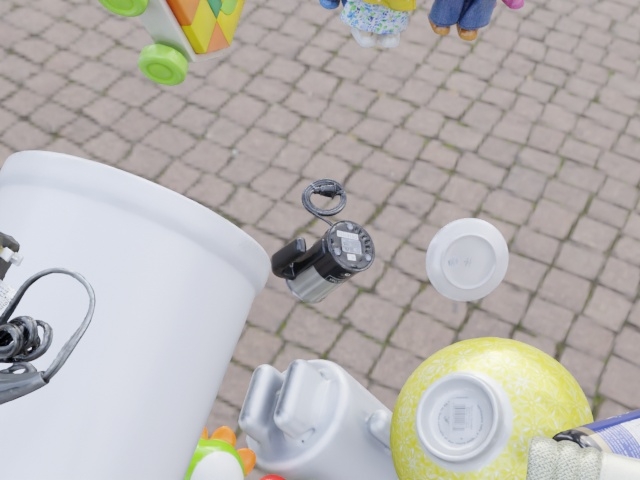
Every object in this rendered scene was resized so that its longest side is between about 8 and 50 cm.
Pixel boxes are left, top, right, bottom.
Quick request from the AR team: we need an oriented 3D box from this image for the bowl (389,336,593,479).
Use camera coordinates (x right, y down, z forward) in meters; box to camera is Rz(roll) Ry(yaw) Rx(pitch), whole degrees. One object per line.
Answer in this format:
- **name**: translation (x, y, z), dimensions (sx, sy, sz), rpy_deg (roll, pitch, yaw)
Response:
- **bowl**: translation (0.210, 0.254, 1.472), dimensions (0.289, 0.156, 0.290), rpy_deg (-11, 65, 24)

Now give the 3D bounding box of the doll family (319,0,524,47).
- **doll family**: translation (0.112, -0.254, 1.010), dimensions (0.262, 0.163, 0.118), rpy_deg (-3, 60, -7)

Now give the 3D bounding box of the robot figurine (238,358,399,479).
- **robot figurine**: translation (0.024, 0.326, 1.729), dimensions (0.299, 0.353, 0.200), rpy_deg (-9, 48, 39)

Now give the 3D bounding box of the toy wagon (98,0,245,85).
- **toy wagon**: translation (-0.166, -0.350, 1.187), dimensions (0.068, 0.344, 0.267), rpy_deg (5, 63, 18)

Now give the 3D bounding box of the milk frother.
- **milk frother**: translation (0.000, 0.000, 1.656), dimensions (0.129, 0.134, 0.143), rpy_deg (27, 54, -20)

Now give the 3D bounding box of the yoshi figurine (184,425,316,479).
- **yoshi figurine**: translation (-0.134, 0.424, 1.557), dimensions (0.362, 0.203, 0.203), rpy_deg (38, 34, -1)

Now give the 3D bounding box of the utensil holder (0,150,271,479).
- **utensil holder**: translation (-0.270, 0.146, 1.203), dimensions (0.327, 0.327, 0.386), rpy_deg (17, 72, 8)

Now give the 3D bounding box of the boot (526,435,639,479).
- **boot**: translation (0.165, 0.200, 0.500), dimensions (0.165, 0.213, 0.077), rpy_deg (3, 3, 14)

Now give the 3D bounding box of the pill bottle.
- **pill bottle**: translation (0.382, 0.257, 1.266), dimensions (0.219, 0.123, 0.123), rpy_deg (-11, 45, -23)

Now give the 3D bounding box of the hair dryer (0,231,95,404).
- **hair dryer**: translation (-0.306, 0.109, 0.784), dimensions (0.293, 0.080, 0.223), rpy_deg (-52, 32, -9)

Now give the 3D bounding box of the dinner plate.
- **dinner plate**: translation (0.243, 0.034, 1.787), dimensions (0.141, 0.141, 0.017), rpy_deg (3, 11, -8)
